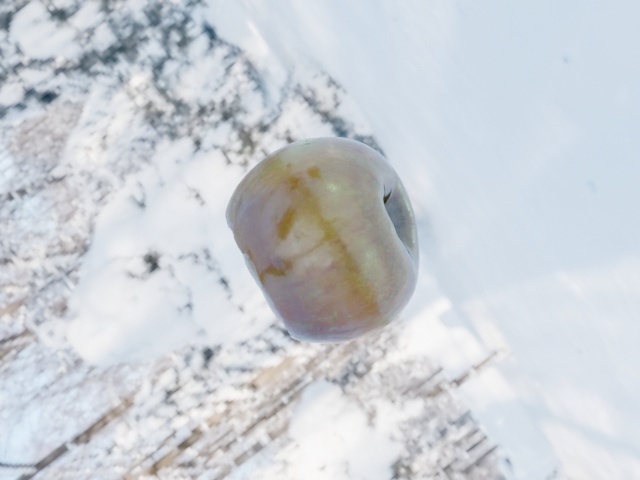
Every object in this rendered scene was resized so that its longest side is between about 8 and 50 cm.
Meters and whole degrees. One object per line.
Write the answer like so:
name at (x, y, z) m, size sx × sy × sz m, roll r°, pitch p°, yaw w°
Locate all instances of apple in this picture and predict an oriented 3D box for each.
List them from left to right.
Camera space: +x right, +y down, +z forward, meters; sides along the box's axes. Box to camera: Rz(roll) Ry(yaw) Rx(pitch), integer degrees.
apple at (0.000, 0.000, 1.201) m, size 0.237 × 0.207 × 0.237 m, roll 50°, pitch -152°, yaw -40°
